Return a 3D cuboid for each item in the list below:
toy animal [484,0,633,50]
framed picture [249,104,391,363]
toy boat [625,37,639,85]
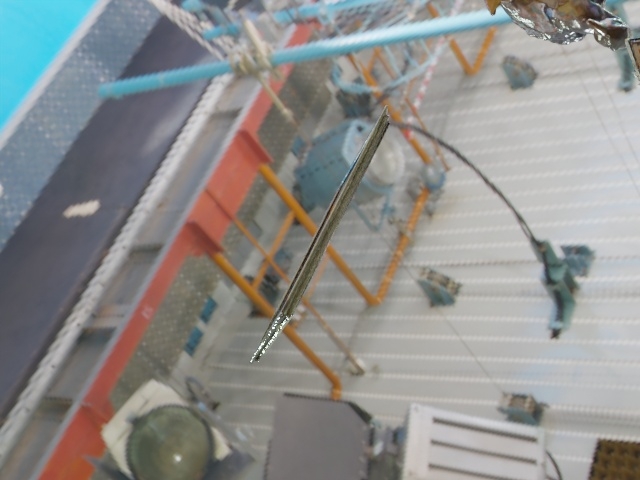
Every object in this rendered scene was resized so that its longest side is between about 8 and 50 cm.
[{"bbox_3d":[0.299,-0.340,1.385,0.298,0.186,0.122,49,-57,55],"label":"toy animal"},{"bbox_3d":[0.000,0.000,1.057,0.252,0.014,0.197,-63,-178,-23],"label":"framed picture"},{"bbox_3d":[0.375,-0.126,1.030,0.085,0.210,0.066,-19,-178,-1],"label":"toy boat"}]
